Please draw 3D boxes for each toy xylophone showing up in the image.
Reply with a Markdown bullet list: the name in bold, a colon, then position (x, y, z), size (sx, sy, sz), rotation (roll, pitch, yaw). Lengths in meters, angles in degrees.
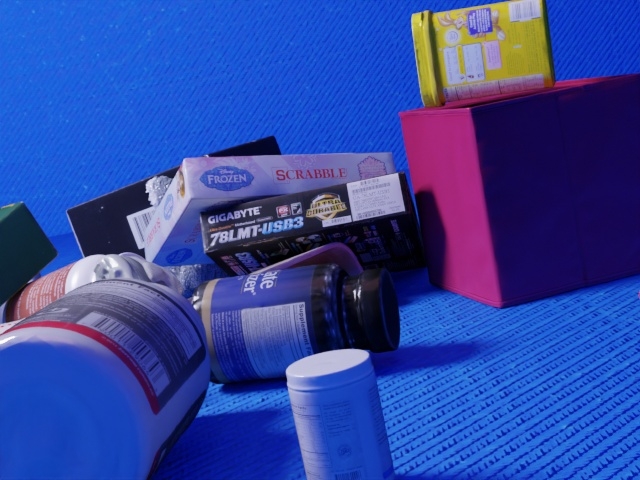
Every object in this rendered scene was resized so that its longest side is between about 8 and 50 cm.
- **toy xylophone**: position (-0.085, 0.084, 1.505), size (0.236, 0.081, 0.323), rotation (-20, 1, 45)

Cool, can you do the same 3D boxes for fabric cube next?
- **fabric cube**: position (0.285, -0.075, 1.513), size (0.259, 0.258, 0.254), rotation (-13, 8, -14)

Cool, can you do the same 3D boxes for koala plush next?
- **koala plush**: position (-0.192, -0.024, 1.912), size (0.196, 0.221, 0.203), rotation (-11, 8, -3)

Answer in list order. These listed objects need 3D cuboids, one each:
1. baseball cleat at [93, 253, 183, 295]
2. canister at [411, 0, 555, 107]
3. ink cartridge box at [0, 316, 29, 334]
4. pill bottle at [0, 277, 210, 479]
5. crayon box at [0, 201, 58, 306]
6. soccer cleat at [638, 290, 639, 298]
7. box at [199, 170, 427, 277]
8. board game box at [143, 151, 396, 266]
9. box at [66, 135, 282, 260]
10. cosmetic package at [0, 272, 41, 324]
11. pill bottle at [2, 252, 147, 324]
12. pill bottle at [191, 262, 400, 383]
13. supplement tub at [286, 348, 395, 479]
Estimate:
- **baseball cleat**: position (-0.196, 0.089, 1.369), size (0.109, 0.206, 0.072), rotation (-4, -40, -48)
- **canister**: position (0.213, -0.245, 1.436), size (0.170, 0.126, 0.073), rotation (-6, 9, 15)
- **ink cartridge box**: position (-0.314, 0.151, 1.297), size (0.172, 0.100, 0.237), rotation (-14, 9, -21)
- **pill bottle**: position (-0.200, 0.131, 1.011), size (0.176, 0.176, 0.318), rotation (-10, 8, 9)
- **crayon box**: position (-0.598, 0.094, 1.590), size (0.363, 0.106, 0.313), rotation (-11, 27, 46)
- **soccer cleat**: position (0.399, 0.061, 1.236), size (0.083, 0.029, 0.036), rotation (-4, 2, 25)
- **box**: position (0.000, 0.000, 1.647), size (0.293, 0.073, 0.295), rotation (-9, -17, 8)
- **board game box**: position (-0.086, -0.043, 1.702), size (0.318, 0.065, 0.319), rotation (-3, -18, -22)
- **box**: position (-0.265, -0.059, 2.216), size (0.343, 0.178, 0.312), rotation (-19, 4, 23)
- **cosmetic package**: position (-0.567, 0.081, 1.932), size (0.152, 0.151, 0.184), rotation (-12, 9, -9)
- **pill bottle**: position (-0.325, 0.090, 1.515), size (0.216, 0.121, 0.121), rotation (-21, 1, 35)
- **pill bottle**: position (-0.026, 0.091, 1.249), size (0.219, 0.122, 0.123), rotation (-9, 8, 14)
- **supplement tub**: position (0.016, 0.146, 0.869), size (0.071, 0.107, 0.071), rotation (-11, 8, 1)
